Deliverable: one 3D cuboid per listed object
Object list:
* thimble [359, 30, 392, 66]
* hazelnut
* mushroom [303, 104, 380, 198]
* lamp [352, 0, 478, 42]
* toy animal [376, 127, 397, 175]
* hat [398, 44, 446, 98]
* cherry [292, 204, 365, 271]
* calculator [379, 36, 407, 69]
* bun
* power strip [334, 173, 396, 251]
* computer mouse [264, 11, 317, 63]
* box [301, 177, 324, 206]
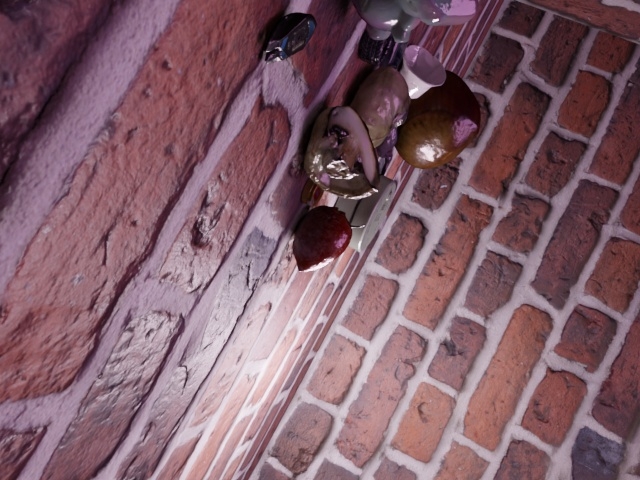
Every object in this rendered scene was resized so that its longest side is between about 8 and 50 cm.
[{"bbox_3d":[0.157,-0.553,1.399,0.104,0.066,0.095,-61,168,-18],"label":"thimble"},{"bbox_3d":[0.491,-0.529,2.160,0.421,0.352,0.422,178,-90,-84],"label":"hazelnut"},{"bbox_3d":[0.045,-0.242,1.385,0.267,0.163,0.190,34,54,-43],"label":"mushroom"},{"bbox_3d":[0.164,-0.540,1.031,0.247,0.301,0.247,-14,118,-22],"label":"lamp"},{"bbox_3d":[0.256,-0.402,2.014,0.195,0.090,0.324,-56,158,1],"label":"toy animal"},{"bbox_3d":[0.356,-0.613,1.856,0.203,0.203,0.126,-51,-178,-41],"label":"hat"},{"bbox_3d":[0.000,0.000,1.640,0.250,0.192,0.175,-55,131,-6],"label":"cherry"},{"bbox_3d":[0.265,-0.683,1.624,0.177,0.040,0.268,-33,144,-69],"label":"calculator"},{"bbox_3d":[0.180,-0.406,1.562,0.273,0.168,0.273,-53,170,-13],"label":"bun"},{"bbox_3d":[0.174,-0.119,2.096,0.358,0.161,0.358,-57,166,-23],"label":"power strip"},{"bbox_3d":[-0.064,-0.384,0.931,0.135,0.047,0.079,-45,167,-22],"label":"computer mouse"},{"bbox_3d":[-0.020,-0.158,1.558,0.106,0.037,0.106,-58,166,-23],"label":"box"}]
